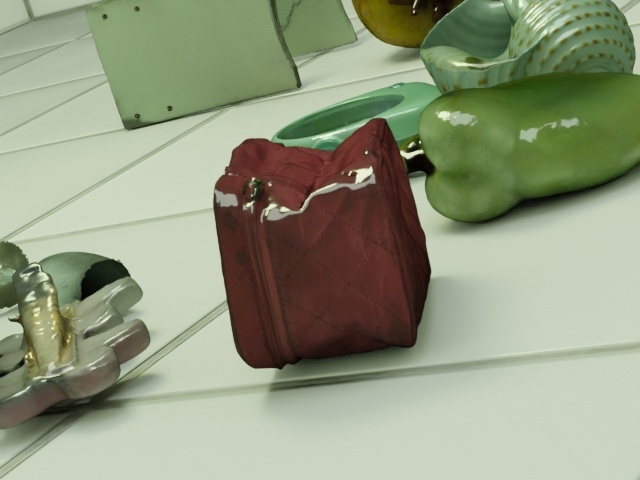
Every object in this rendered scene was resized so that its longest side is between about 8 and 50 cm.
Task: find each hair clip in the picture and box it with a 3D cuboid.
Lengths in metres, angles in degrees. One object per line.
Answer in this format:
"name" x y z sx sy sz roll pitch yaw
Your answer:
"hair clip" -0.198 0.077 1.468 0.146 0.075 0.257 -21 20 -4

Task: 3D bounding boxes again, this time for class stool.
"stool" -0.127 -0.280 2.578 0.269 0.170 0.243 -11 15 24

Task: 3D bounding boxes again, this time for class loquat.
"loquat" 0.135 -0.338 2.409 0.213 0.213 0.213 -16 13 4

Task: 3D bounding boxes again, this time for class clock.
"clock" 0.023 -0.087 1.840 0.211 0.066 0.159 -20 13 -8

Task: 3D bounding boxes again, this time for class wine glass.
"wine glass" -0.229 0.037 1.681 0.066 0.066 0.198 -26 18 -32

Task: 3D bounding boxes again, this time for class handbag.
"handbag" 0.000 0.000 1.357 0.135 0.146 0.225 -10 14 8

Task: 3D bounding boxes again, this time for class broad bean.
"broad bean" 0.173 -0.082 1.592 0.228 0.100 0.169 -6 21 -5

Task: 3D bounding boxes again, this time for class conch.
"conch" 0.192 -0.157 1.761 0.172 0.131 0.200 -32 22 -1
